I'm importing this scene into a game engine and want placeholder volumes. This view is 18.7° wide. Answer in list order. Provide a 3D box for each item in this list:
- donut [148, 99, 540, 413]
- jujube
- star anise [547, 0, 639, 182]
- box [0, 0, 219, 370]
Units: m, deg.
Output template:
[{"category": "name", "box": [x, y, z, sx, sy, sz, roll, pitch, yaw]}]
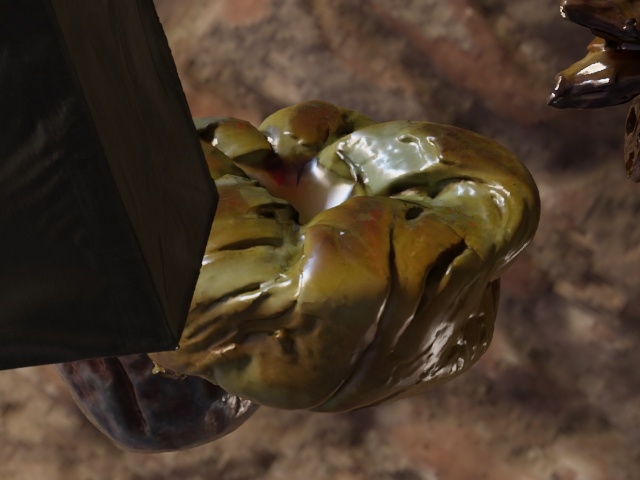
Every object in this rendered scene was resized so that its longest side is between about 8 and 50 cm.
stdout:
[{"category": "donut", "box": [0.000, 0.000, 1.593, 0.360, 0.360, 0.170, 23, -57, 30]}, {"category": "jujube", "box": [-0.158, 0.037, 1.870, 0.215, 0.246, 0.308, -10, -66, 23]}, {"category": "star anise", "box": [0.183, -0.129, 0.897, 0.073, 0.177, 0.234, -108, -177, -47]}, {"category": "box", "box": [-0.163, -0.066, 1.023, 0.149, 0.155, 0.231, -8, -57, 14]}]
